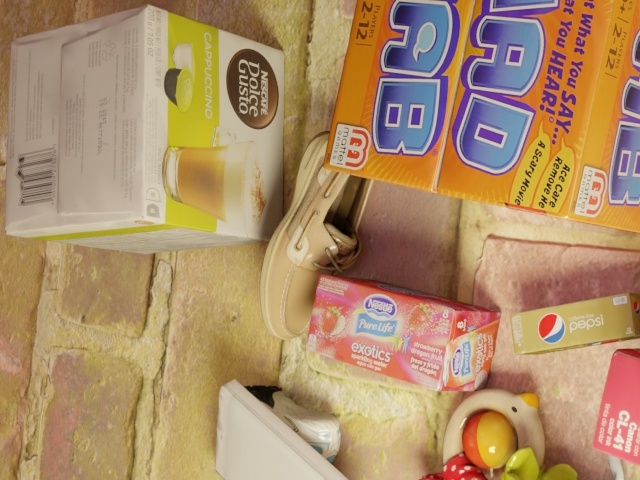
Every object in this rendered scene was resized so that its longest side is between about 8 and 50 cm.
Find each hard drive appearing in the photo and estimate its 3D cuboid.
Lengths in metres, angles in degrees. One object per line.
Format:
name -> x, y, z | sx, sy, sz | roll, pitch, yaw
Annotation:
hard drive -> -0.054, 0.380, 1.841 | 0.307, 0.040, 0.203 | 37, 136, 35

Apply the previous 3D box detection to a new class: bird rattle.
bird rattle -> 0.238, 0.312, 1.640 | 0.253, 0.143, 0.207 | -20, 60, 51

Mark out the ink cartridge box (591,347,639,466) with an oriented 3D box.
ink cartridge box -> 0.500, 0.221, 1.328 | 0.306, 0.226, 0.131 | 19, 98, 41

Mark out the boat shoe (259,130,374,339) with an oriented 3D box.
boat shoe -> 0.000, 0.000, 1.846 | 0.110, 0.121, 0.341 | 19, 96, 41

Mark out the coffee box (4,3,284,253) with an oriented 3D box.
coffee box -> -0.287, -0.166, 1.969 | 0.338, 0.334, 0.337 | -5, 80, 38

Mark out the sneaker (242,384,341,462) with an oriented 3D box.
sneaker -> -0.064, 0.292, 1.895 | 0.237, 0.085, 0.086 | 20, 106, 43

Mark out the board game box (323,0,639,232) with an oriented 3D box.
board game box -> 0.278, -0.214, 1.479 | 0.356, 0.356, 0.356 | 14, 95, 41

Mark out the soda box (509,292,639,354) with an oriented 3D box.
soda box -> 0.348, 0.113, 1.576 | 0.181, 0.061, 0.058 | -14, 77, 38

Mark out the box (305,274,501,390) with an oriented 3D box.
box -> 0.119, 0.133, 1.726 | 0.257, 0.128, 0.122 | 13, 94, 41

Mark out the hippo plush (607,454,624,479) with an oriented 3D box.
hippo plush -> 0.348, 0.430, 1.424 | 0.234, 0.236, 0.294 | 25, 101, 40
